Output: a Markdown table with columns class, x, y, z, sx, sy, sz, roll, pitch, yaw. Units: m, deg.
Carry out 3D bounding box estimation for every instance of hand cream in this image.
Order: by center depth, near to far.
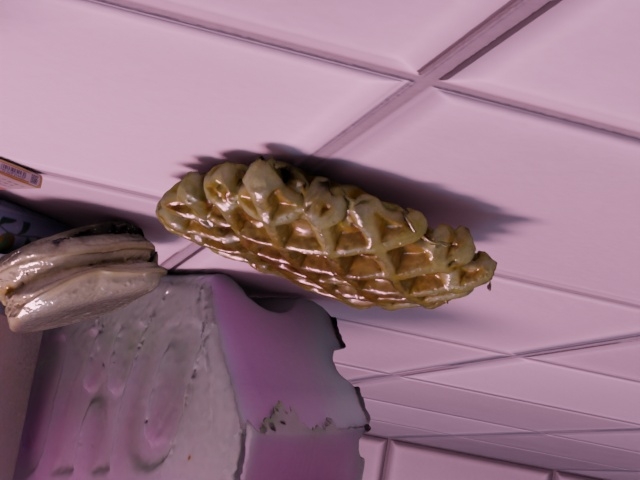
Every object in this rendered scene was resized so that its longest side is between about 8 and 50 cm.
| class | x | y | z | sx | sy | sz | roll | pitch | yaw |
| --- | --- | --- | --- | --- | --- | --- | --- | --- | --- |
| hand cream | -0.271 | -0.015 | 1.115 | 0.091 | 0.058 | 0.271 | -2 | 171 | 25 |

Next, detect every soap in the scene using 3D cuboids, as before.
| class | x | y | z | sx | sy | sz | roll | pitch | yaw |
| --- | --- | --- | --- | --- | --- | --- | --- | --- | --- |
| soap | -0.156 | 0.168 | 1.385 | 0.446 | 0.261 | 0.156 | -1 | 162 | 46 |

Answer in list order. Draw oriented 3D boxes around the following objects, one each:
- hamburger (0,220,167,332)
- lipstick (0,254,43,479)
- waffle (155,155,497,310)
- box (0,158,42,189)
| class | x | y | z | sx | sy | sz | roll | pitch | yaw |
| --- | --- | --- | --- | --- | --- | --- | --- | --- | --- |
| hamburger | -0.194 | 0.029 | 1.137 | 0.140 | 0.062 | 0.133 | -16 | 171 | -20 |
| lipstick | -0.337 | 0.188 | 1.353 | 0.076 | 0.371 | 0.080 | 2 | 167 | 33 |
| waffle | 0.000 | 0.000 | 0.934 | 0.214 | 0.054 | 0.208 | 21 | 169 | -23 |
| box | -0.243 | -0.047 | 1.017 | 0.083 | 0.012 | 0.046 | 1 | 166 | 38 |
